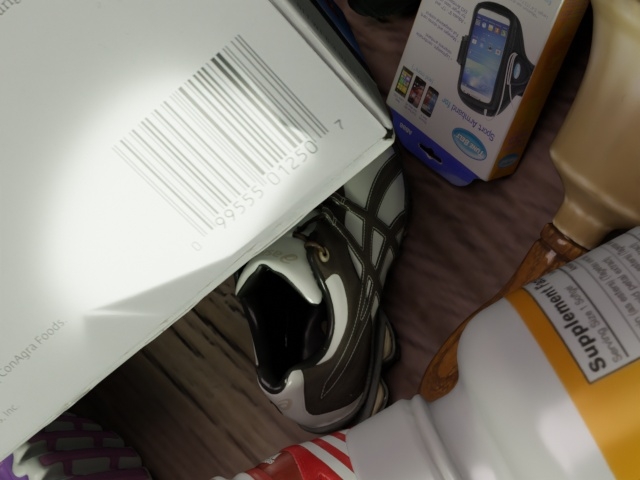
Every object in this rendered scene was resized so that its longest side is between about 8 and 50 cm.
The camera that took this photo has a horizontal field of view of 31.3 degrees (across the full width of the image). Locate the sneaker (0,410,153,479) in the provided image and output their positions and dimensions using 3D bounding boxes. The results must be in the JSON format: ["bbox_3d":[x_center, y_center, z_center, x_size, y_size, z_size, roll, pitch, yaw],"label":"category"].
[{"bbox_3d":[-0.123,0.185,0.615,0.236,0.095,0.105,43,105,30],"label":"sneaker"}]

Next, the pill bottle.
[{"bbox_3d":[0.140,0.064,0.454,0.245,0.136,0.136,-29,63,3],"label":"pill bottle"}]

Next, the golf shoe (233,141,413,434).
[{"bbox_3d":[0.000,0.000,0.601,0.077,0.094,0.198,-12,68,25],"label":"golf shoe"}]

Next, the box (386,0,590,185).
[{"bbox_3d":[0.083,-0.096,0.594,0.081,0.028,0.136,43,133,30],"label":"box"}]

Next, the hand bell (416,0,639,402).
[{"bbox_3d":[0.115,0.010,0.550,0.126,0.126,0.242,43,110,30],"label":"hand bell"}]

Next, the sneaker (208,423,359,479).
[{"bbox_3d":[0.039,0.190,0.529,0.087,0.128,0.221,0,111,66],"label":"sneaker"}]

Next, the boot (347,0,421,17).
[{"bbox_3d":[0.067,-0.183,0.650,0.121,0.045,0.099,-4,69,26],"label":"boot"}]

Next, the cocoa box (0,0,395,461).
[{"bbox_3d":[-0.174,-0.061,0.586,0.347,0.231,0.228,-40,21,12],"label":"cocoa box"}]
